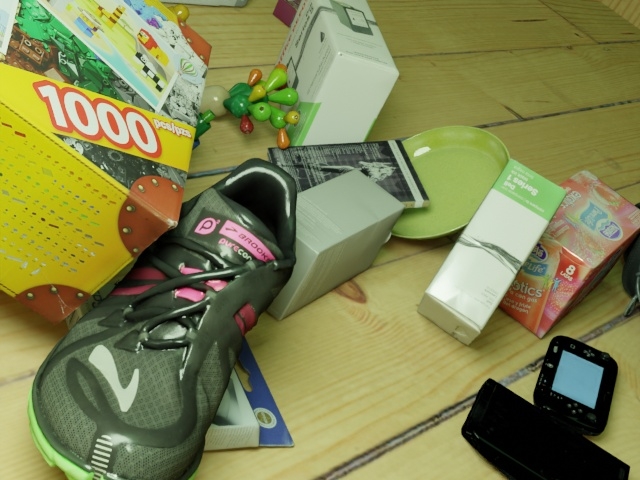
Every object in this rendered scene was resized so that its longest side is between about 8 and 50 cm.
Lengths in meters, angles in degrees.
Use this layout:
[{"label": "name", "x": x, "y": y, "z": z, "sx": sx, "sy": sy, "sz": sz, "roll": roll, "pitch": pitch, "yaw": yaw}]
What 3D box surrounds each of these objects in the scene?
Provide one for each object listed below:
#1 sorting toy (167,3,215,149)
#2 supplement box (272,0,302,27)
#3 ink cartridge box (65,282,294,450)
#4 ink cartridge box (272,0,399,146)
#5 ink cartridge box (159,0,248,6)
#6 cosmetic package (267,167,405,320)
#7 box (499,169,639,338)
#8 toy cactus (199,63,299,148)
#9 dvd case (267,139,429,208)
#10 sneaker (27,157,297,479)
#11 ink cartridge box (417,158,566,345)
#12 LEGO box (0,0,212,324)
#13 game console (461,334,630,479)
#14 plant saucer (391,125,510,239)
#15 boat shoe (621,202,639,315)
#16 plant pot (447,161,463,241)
[{"label": "sorting toy", "x": -0.222, "y": -0.247, "z": 1.504, "sx": 0.127, "sy": 0.126, "sz": 0.365, "roll": 41, "pitch": 17, "yaw": -42}, {"label": "supplement box", "x": -0.047, "y": -0.467, "z": 2.067, "sx": 0.055, "sy": 0.043, "sz": 0.083, "roll": 44, "pitch": 34, "yaw": 23}, {"label": "ink cartridge box", "x": -0.153, "y": 0.136, "z": 1.120, "sx": 0.224, "sy": 0.045, "sz": 0.223, "roll": 4, "pitch": 39, "yaw": -34}, {"label": "ink cartridge box", "x": 0.017, "y": -0.283, "z": 1.705, "sx": 0.115, "sy": 0.198, "sz": 0.272, "roll": 13, "pitch": 34, "yaw": -21}, {"label": "ink cartridge box", "x": -0.218, "y": -0.600, "z": 1.875, "sx": 0.272, "sy": 0.309, "sz": 0.130, "roll": -7, "pitch": 46, "yaw": -44}, {"label": "cosmetic package", "x": 0.000, "y": 0.000, "z": 1.357, "sx": 0.107, "sy": 0.127, "sz": 0.238, "roll": 38, "pitch": 31, "yaw": 14}, {"label": "box", "x": 0.386, "y": 0.013, "z": 1.608, "sx": 0.142, "sy": 0.154, "sz": 0.300, "roll": 39, "pitch": 32, "yaw": 17}, {"label": "toy cactus", "x": -0.125, "y": -0.215, "z": 1.605, "sx": 0.181, "sy": 0.112, "sz": 0.219, "roll": -3, "pitch": 30, "yaw": -2}, {"label": "dvd case", "x": 0.040, "y": -0.098, "z": 1.564, "sx": 0.221, "sy": 0.018, "sz": 0.164, "roll": -5, "pitch": 40, "yaw": -12}, {"label": "sneaker", "x": -0.138, "y": 0.059, "z": 1.004, "sx": 0.185, "sy": 0.202, "sz": 0.482, "roll": 25, "pitch": 33, "yaw": -4}, {"label": "ink cartridge box", "x": 0.228, "y": 0.021, "z": 1.373, "sx": 0.093, "sy": 0.219, "sz": 0.160, "roll": 33, "pitch": -11, "yaw": 9}, {"label": "LEGO box", "x": -0.370, "y": -0.212, "z": 1.014, "sx": 0.500, "sy": 0.193, "sz": 0.372, "roll": 38, "pitch": 29, "yaw": -26}, {"label": "game console", "x": 0.319, "y": 0.224, "z": 1.358, "sx": 0.213, "sy": 0.044, "sz": 0.361, "roll": 32, "pitch": 31, "yaw": 6}, {"label": "plant saucer", "x": 0.183, "y": -0.084, "z": 1.583, "sx": 0.241, "sy": 0.241, "sz": 0.037, "roll": -108, "pitch": 171, "yaw": -48}, {"label": "boat shoe", "x": 0.580, "y": 0.066, "z": 1.664, "sx": 0.156, "sy": 0.186, "sz": 0.500, "roll": 23, "pitch": 27, "yaw": 1}, {"label": "plant pot", "x": 0.237, "y": -0.075, "z": 1.672, "sx": 0.109, "sy": 0.096, "sz": 0.109, "roll": -13, "pitch": 50, "yaw": -46}]
